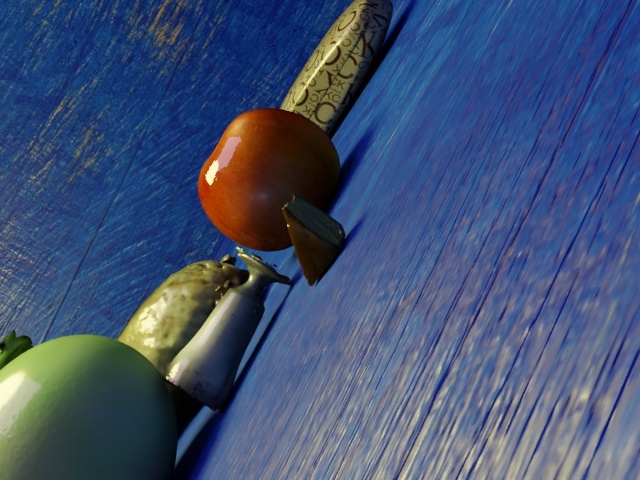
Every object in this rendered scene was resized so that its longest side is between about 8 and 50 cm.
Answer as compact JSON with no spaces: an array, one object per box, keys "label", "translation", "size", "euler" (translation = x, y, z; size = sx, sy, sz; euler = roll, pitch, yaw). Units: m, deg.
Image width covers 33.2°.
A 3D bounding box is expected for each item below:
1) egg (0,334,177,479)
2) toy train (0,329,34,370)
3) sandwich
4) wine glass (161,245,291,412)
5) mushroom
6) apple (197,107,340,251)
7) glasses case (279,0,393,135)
[{"label":"egg","translation":[-0.259,0.222,1.098],"size":[0.270,0.220,0.220],"euler":[-53,9,16]},{"label":"toy train","translation":[-0.384,0.242,1.311],"size":[0.272,0.159,0.188],"euler":[-50,-11,-46]},{"label":"sandwich","translation":[0.000,0.000,0.922],"size":[0.031,0.044,0.083],"euler":[-61,-37,-44]},{"label":"wine glass","translation":[-0.091,0.089,1.083],"size":[0.155,0.072,0.072],"euler":[-60,7,-8]},{"label":"mushroom","translation":[-0.189,0.124,1.375],"size":[0.247,0.130,0.344],"euler":[-66,9,-15]},{"label":"apple","translation":[-0.058,-0.069,1.188],"size":[0.163,0.139,0.163],"euler":[-60,8,15]},{"label":"glasses case","translation":[0.000,-0.212,1.577],"size":[0.355,0.085,0.137],"euler":[-54,10,37]}]
